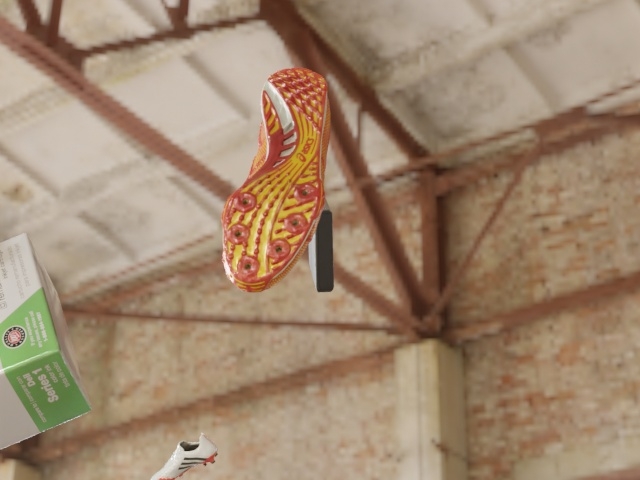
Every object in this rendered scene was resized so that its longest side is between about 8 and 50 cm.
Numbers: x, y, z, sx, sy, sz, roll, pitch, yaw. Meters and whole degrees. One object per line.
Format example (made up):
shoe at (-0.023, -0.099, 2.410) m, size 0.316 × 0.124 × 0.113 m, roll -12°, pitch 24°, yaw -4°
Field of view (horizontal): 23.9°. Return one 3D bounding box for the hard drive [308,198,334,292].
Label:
hard drive at (0.000, 0.000, 1.750) m, size 0.022 × 0.094 × 0.135 m, roll -2°, pitch 11°, yaw -3°

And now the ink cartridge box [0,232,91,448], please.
ink cartridge box at (-0.419, 0.141, 1.676) m, size 0.278 × 0.201 × 0.117 m, roll -22°, pitch -44°, yaw -4°

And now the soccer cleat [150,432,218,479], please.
soccer cleat at (-0.148, 0.231, 1.598) m, size 0.083 × 0.029 × 0.035 m, roll -27°, pitch -72°, yaw 16°

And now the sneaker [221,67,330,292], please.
sneaker at (-0.021, -0.033, 0.985) m, size 0.064 × 0.175 × 0.067 m, roll 8°, pitch -37°, yaw 11°
